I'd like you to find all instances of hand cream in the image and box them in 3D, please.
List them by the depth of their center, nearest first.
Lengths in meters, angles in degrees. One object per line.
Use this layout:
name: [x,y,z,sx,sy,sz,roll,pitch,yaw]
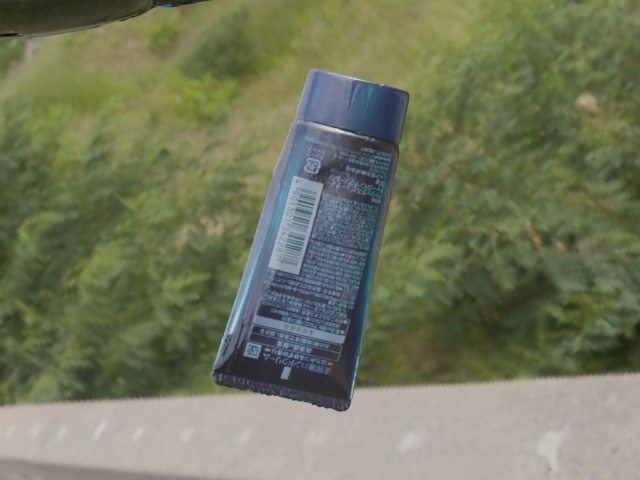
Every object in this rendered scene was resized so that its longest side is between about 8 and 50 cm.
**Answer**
hand cream: [0.000,0.000,1.092,0.061,0.120,0.270,-158,82,-76]

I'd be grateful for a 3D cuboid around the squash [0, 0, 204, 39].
squash: [-0.173,-0.124,0.581,0.087,0.331,0.087,19,113,53]
